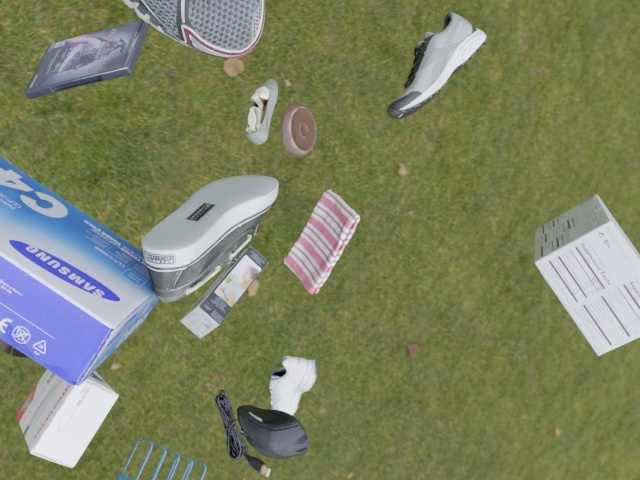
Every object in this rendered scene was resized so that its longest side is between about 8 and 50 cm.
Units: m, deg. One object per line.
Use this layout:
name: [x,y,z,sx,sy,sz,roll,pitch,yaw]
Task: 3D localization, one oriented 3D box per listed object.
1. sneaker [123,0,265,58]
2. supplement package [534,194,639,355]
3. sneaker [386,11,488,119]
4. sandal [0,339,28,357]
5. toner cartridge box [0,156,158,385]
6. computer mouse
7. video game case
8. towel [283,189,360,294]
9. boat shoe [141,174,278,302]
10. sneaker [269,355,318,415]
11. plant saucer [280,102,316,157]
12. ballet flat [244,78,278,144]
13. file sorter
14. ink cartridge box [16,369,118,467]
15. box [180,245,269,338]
sneaker: [-0.097,-0.224,0.391,0.121,0.112,0.299,-37,157,-6]
supplement package: [0.523,0.054,1.113,0.204,0.145,0.262,55,25,0]
sneaker: [0.223,-0.358,1.226,0.108,0.100,0.271,42,79,-5]
sandal: [-0.584,0.194,1.229,0.090,0.060,0.219,-48,154,5]
toner cartridge box: [-0.328,-0.015,0.573,0.348,0.165,0.075,35,104,-4]
computer mouse: [-0.125,0.417,1.197,0.060,0.262,0.184,-29,115,-43]
video game case: [-0.551,-0.432,1.404,0.026,0.274,0.196,63,23,-48]
towel: [0.000,0.000,1.255,0.029,0.144,0.197,20,105,-36]
boat shoe: [-0.116,-0.011,0.654,0.219,0.078,0.070,-45,142,-51]
sneaker: [-0.116,0.482,1.930,0.129,0.111,0.297,23,114,-10]
plant saucer: [-0.059,-0.336,1.799,0.168,0.029,0.168,-5,96,-55]
ballet flat: [-0.167,-0.373,1.656,0.068,0.072,0.213,31,61,-52]
file sorter: [-0.394,0.584,1.488,0.170,0.118,0.104,34,62,-25]
ink cartridge box: [-0.560,0.364,1.298,0.100,0.237,0.171,38,73,-30]
box: [-0.306,0.164,1.903,0.087,0.169,0.290,44,51,-8]
